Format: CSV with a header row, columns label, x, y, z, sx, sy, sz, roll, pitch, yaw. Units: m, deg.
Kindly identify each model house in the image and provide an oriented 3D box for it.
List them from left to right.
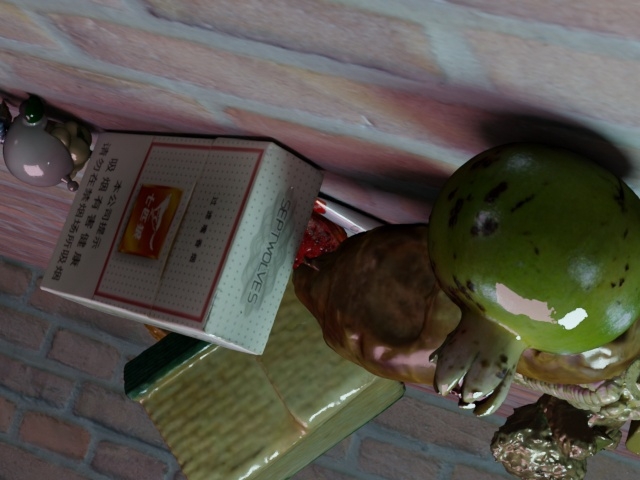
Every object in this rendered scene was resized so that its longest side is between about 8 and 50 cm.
label,x,y,z,sx,sy,sz,roll,pitch,yaw
model house,-0.103,0.199,1.796,0.342,0.382,0.334,54,179,16

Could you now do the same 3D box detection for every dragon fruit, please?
label,x,y,z,sx,sy,sz,roll,pitch,yaw
dragon fruit,0.000,0.000,1.345,0.162,0.083,0.106,52,-163,5

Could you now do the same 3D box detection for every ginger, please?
label,x,y,z,sx,sy,sz,roll,pitch,yaw
ginger,0.144,0.062,1.093,0.358,0.152,0.274,2,180,4

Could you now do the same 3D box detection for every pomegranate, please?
label,x,y,z,sx,sy,sz,roll,pitch,yaw
pomegranate,0.168,0.030,0.846,0.179,0.210,0.179,7,-170,-1

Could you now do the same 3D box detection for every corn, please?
label,x,y,z,sx,sy,sz,roll,pitch,yaw
corn,0.323,0.156,1.451,0.127,0.126,0.335,24,173,-25

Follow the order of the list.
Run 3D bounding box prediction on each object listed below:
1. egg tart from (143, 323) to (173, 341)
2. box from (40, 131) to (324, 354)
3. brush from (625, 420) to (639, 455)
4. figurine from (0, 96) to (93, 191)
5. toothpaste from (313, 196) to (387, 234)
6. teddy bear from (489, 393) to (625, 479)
label,x,y,z,sx,sy,sz,roll,pitch,yaw
egg tart,-0.196,0.117,2.016,0.297,0.132,0.297,22,-146,-16
box,-0.164,-0.008,1.222,0.330,0.210,0.095,10,167,45
brush,0.497,0.231,1.434,0.123,0.059,0.197,21,138,4
figurine,-0.372,-0.129,1.324,0.197,0.093,0.147,29,146,-8
toothpaste,0.052,-0.016,1.290,0.190,0.031,0.048,26,174,-20
teddy bear,0.424,0.301,1.646,0.296,0.222,0.246,22,-171,23
